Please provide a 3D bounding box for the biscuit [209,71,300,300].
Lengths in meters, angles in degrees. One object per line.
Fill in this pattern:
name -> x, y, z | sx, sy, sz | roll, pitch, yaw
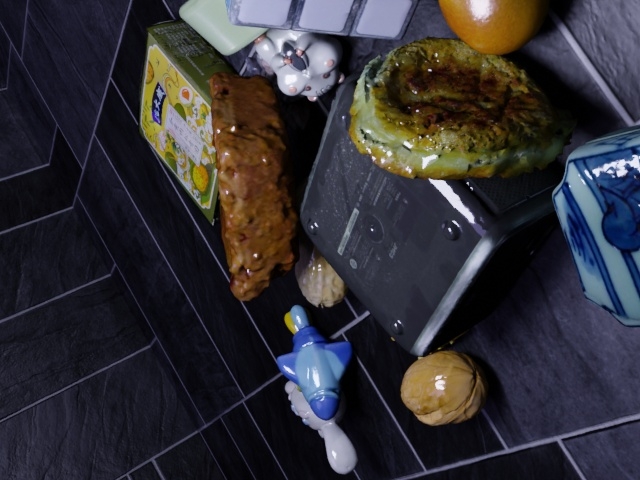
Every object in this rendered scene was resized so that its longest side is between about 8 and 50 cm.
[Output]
biscuit -> -0.141, -0.122, 1.552 | 0.343, 0.166, 0.395 | -108, 13, -48

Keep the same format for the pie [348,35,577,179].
pie -> 0.214, -0.198, 1.112 | 0.103, 0.354, 0.288 | 94, 158, -46

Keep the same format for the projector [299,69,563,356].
projector -> 0.174, -0.062, 1.327 | 0.405, 0.242, 0.395 | 49, 145, 24

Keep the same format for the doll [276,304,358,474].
doll -> -0.021, 0.379, 1.937 | 0.376, 0.187, 0.366 | 24, 129, 44

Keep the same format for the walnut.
walnut -> 0.259, 0.312, 1.537 | 0.159, 0.159, 0.206 | 61, 145, 6

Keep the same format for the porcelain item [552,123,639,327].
porcelain item -> 0.483, -0.024, 1.006 | 0.286, 0.157, 0.282 | -7, 106, 56

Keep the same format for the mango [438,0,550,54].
mango -> 0.252, -0.407, 1.091 | 0.175, 0.139, 0.255 | -5, 100, 44

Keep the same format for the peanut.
peanut -> 0.000, 0.000, 1.705 | 0.149, 0.149, 0.313 | 11, 117, 51

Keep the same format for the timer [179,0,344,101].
timer -> -0.076, -0.424, 1.456 | 0.315, 0.291, 0.290 | 51, 151, -20

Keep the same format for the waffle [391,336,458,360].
waffle -> 0.199, 0.149, 1.599 | 0.229, 0.057, 0.219 | 55, 146, 15

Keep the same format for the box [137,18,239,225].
box -> -0.321, -0.312, 1.938 | 0.420, 0.138, 0.373 | 50, 145, 22

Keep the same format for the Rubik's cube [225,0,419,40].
Rubik's cube -> 0.009, -0.523, 1.115 | 0.301, 0.303, 0.305 | 115, 150, -49

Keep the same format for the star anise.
star anise -> -0.100, -0.354, 1.646 | 0.229, 0.093, 0.236 | 42, 144, 31
